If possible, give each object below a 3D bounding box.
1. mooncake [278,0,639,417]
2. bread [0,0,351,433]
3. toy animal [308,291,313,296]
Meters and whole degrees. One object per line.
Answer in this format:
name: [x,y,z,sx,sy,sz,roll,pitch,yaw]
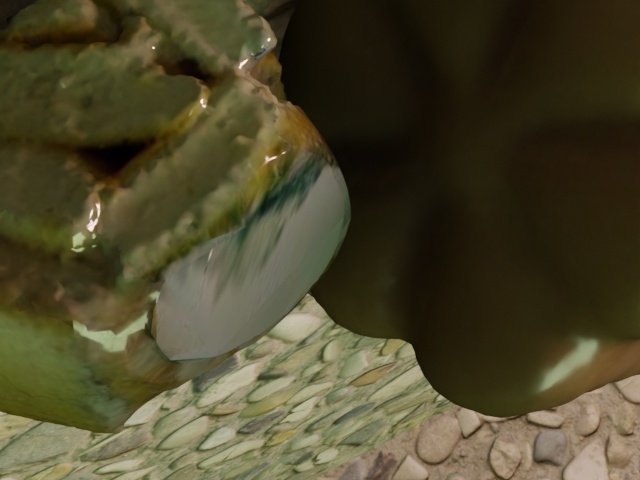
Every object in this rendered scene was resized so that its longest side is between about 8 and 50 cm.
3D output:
mooncake: [0.186,-0.089,0.993,0.262,0.467,0.467,-6,150,-48]
bread: [-0.159,-0.005,0.864,0.395,0.264,0.239,-50,158,-15]
toy animal: [0.006,0.009,1.449,0.138,0.108,0.236,-32,157,11]
